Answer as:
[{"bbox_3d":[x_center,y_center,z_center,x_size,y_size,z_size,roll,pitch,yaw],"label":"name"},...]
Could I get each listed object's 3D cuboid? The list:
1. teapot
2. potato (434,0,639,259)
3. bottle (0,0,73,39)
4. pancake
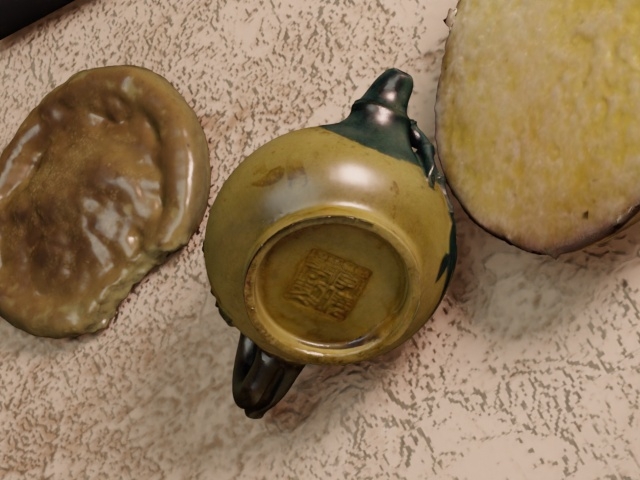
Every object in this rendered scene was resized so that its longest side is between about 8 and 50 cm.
[{"bbox_3d":[0.000,0.000,1.216,0.182,0.173,0.269,-93,27,-59],"label":"teapot"},{"bbox_3d":[0.201,-0.132,1.155,0.239,0.116,0.299,30,101,40],"label":"potato"},{"bbox_3d":[-0.201,-0.244,1.449,0.244,0.072,0.082,-25,74,21],"label":"bottle"},{"bbox_3d":[-0.195,-0.034,1.394,0.236,0.042,0.222,-26,66,22],"label":"pancake"}]
